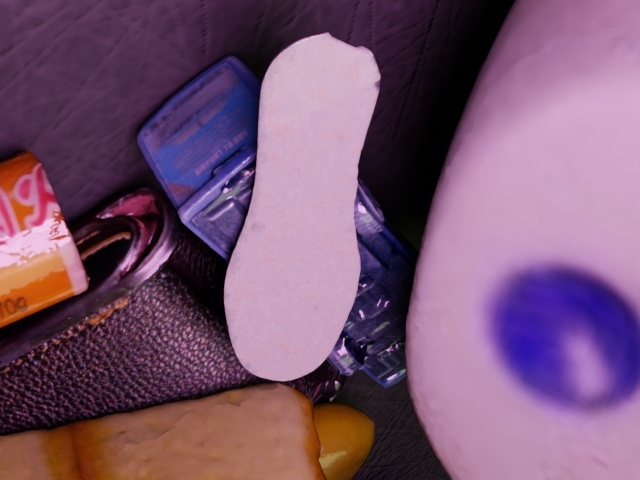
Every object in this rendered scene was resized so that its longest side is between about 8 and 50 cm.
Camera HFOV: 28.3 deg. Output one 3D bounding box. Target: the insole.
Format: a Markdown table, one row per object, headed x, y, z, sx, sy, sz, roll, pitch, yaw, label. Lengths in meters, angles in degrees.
| x | y | z | sx | sy | sz | roll | pitch | yaw | label |
| --- | --- | --- | --- | --- | --- | --- | --- | --- | --- |
| -0.010 | -0.007 | 0.571 | 0.065 | 0.004 | 0.197 | -6 | 130 | -16 | insole |

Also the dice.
| x | y | z | sx | sy | sz | roll | pitch | yaw | label |
| --- | --- | --- | --- | --- | --- | --- | --- | --- | --- |
| 0.236 | 0.013 | 0.611 | 0.277 | 0.304 | 0.304 | -37 | 144 | -43 | dice |

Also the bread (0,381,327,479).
| x | y | z | sx | sy | sz | roll | pitch | yaw | label |
| --- | --- | --- | --- | --- | --- | --- | --- | --- | --- |
| -0.079 | 0.280 | 0.625 | 0.233 | 0.361 | 0.245 | -9 | 142 | -17 | bread |

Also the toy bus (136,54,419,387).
| x | y | z | sx | sy | sz | roll | pitch | yaw | label |
| --- | --- | --- | --- | --- | --- | --- | --- | --- | --- |
| 0.002 | -0.003 | 0.663 | 0.079 | 0.094 | 0.236 | -33 | 146 | 9 | toy bus |

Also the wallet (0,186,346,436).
| x | y | z | sx | sy | sz | roll | pitch | yaw | label |
| --- | --- | --- | --- | --- | --- | --- | --- | --- | --- |
| -0.135 | 0.095 | 0.706 | 0.262 | 0.071 | 0.221 | -31 | 149 | 10 | wallet |

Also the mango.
| x | y | z | sx | sy | sz | roll | pitch | yaw | label |
| --- | --- | --- | --- | --- | --- | --- | --- | --- | --- |
| -0.027 | 0.172 | 0.890 | 0.161 | 0.076 | 0.103 | -47 | 141 | 15 | mango |

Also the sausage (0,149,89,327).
| x | y | z | sx | sy | sz | roll | pitch | yaw | label |
| --- | --- | --- | --- | --- | --- | --- | --- | --- | --- |
| -0.220 | 0.036 | 0.545 | 0.234 | 0.071 | 0.071 | -24 | 147 | -15 | sausage |
